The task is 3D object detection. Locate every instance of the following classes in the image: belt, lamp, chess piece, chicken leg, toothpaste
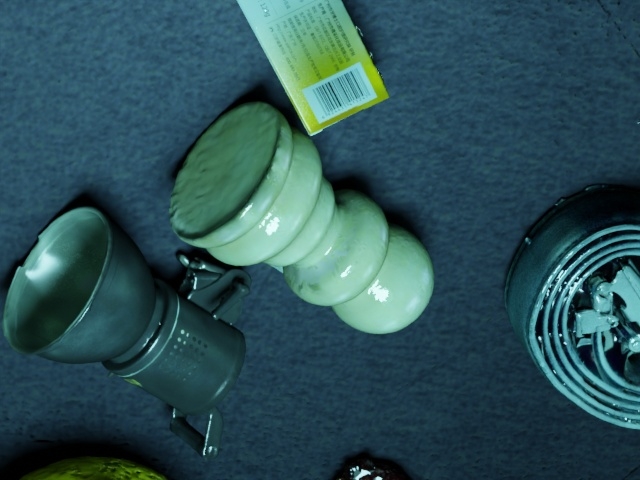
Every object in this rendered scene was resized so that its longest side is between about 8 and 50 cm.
[{"bbox_3d":[0.305,0.075,1.749,0.206,0.116,0.267,-43,117,10],"label":"belt"},{"bbox_3d":[-0.153,0.077,1.657,0.227,0.147,0.172,32,87,-35],"label":"lamp"},{"bbox_3d":[0.000,0.000,1.634,0.144,0.144,0.251,-44,125,15],"label":"chess piece"},{"bbox_3d":[0.083,0.321,1.892,0.106,0.051,0.253,-14,124,4],"label":"chicken leg"},{"bbox_3d":[-0.044,-0.236,1.516,0.089,0.071,0.313,-25,123,7],"label":"toothpaste"}]

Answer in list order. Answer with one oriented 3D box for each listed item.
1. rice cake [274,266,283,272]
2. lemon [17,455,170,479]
[{"bbox_3d":[-0.010,0.034,1.715,0.121,0.021,0.022,33,114,-25],"label":"rice cake"},{"bbox_3d":[-0.223,0.352,1.725,0.258,0.258,0.310,10,115,-17],"label":"lemon"}]
